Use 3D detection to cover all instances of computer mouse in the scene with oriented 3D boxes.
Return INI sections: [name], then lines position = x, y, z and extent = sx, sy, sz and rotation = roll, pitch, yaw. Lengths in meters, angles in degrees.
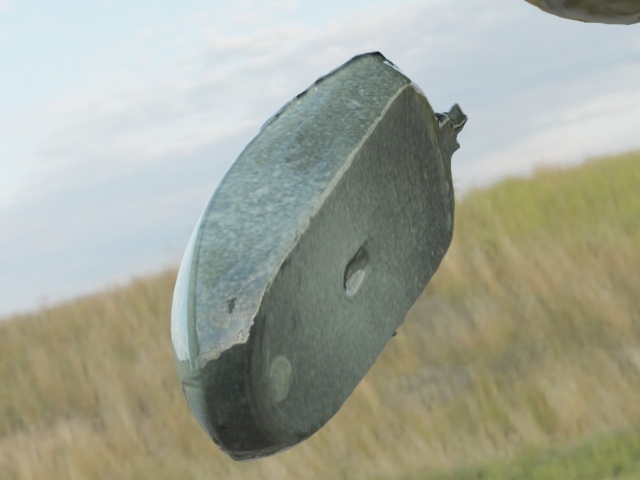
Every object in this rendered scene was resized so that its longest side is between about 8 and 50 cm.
[computer mouse]
position = -0.006, 0.000, 0.636
extent = 0.068, 0.113, 0.229
rotation = 6, 39, 30

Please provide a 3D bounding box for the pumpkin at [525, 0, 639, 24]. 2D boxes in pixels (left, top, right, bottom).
[pumpkin]
position = 0.105, -0.273, 0.695
extent = 0.256, 0.303, 0.225
rotation = 22, -15, 32
